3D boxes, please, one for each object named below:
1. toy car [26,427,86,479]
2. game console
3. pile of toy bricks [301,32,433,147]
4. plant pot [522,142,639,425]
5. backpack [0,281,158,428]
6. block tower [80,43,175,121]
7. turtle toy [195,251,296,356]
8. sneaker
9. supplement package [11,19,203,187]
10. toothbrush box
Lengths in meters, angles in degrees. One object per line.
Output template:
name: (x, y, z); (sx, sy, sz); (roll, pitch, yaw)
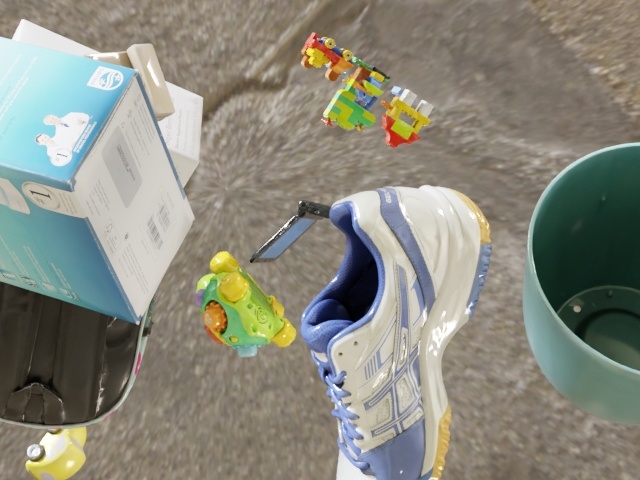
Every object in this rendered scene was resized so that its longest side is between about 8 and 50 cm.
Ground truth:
toy car: (-0.381, 0.335, 1.646); (0.053, 0.225, 0.239); (18, 97, 29)
game console: (0.000, 0.000, 1.279); (0.107, 0.122, 0.071); (14, 92, 8)
pile of toy bricks: (0.045, -0.206, 1.911); (0.212, 0.118, 0.105); (31, 93, -20)
plant pot: (0.361, 0.074, 1.492); (0.292, 0.235, 0.293); (1, 60, -2)
backpack: (-0.298, 0.073, 1.458); (0.225, 0.191, 0.254); (7, 97, -12)
block tower: (-0.321, -0.129, 1.604); (0.335, 0.097, 0.091); (-26, 82, 41)
turtle toy: (-0.083, 0.064, 1.265); (0.066, 0.130, 0.095); (-42, 117, 3)
sneaker: (0.034, 0.098, 1.034); (0.131, 0.112, 0.297); (5, 100, -29)
supplement package: (-0.340, -0.157, 1.919); (0.292, 0.178, 0.175); (22, 125, -19)
toothbrush box: (-0.285, -0.066, 1.153); (0.295, 0.216, 0.126); (14, 60, 19)
